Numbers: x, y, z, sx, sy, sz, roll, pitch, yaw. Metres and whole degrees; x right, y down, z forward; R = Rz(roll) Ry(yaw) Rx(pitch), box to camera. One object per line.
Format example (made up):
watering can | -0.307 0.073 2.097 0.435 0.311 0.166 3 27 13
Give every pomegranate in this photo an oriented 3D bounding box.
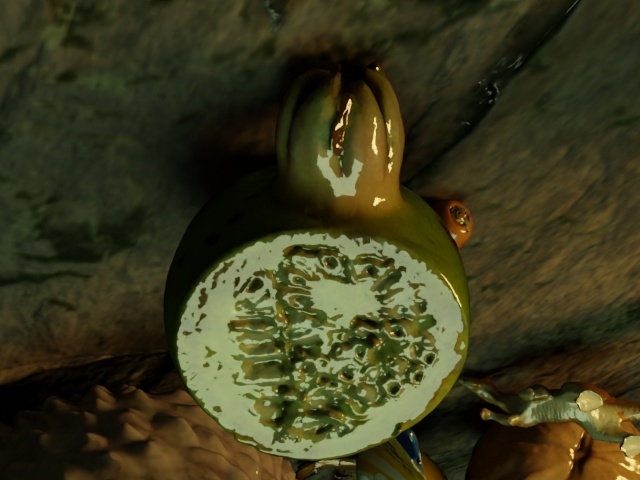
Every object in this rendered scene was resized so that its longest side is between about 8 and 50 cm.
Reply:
pomegranate | -0.012 0.008 0.746 0.189 0.159 0.241 -21 121 9

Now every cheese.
cheese | 0.086 0.243 1.193 0.069 0.177 0.270 -35 138 -18

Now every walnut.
walnut | 0.245 0.258 1.197 0.213 0.213 0.213 -5 151 -3

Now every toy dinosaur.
toy dinosaur | 0.248 0.160 1.097 0.212 0.057 0.142 9 180 -13

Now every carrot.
carrot | 0.057 0.022 0.894 0.037 0.037 0.190 9 151 -25

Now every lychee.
lychee | -0.171 0.312 1.036 0.432 0.381 0.380 5 158 28

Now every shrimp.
shrimp | 0.013 0.273 1.336 0.091 0.025 0.127 0 146 -12
